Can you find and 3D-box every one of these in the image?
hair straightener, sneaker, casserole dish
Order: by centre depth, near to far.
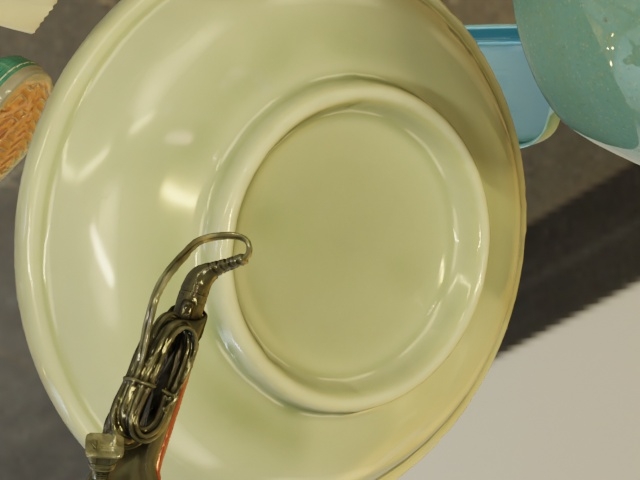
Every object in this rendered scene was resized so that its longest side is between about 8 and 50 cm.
[{"bbox_3d":[-0.083,0.099,0.905,0.047,0.230,0.089,22,169,6],"label":"hair straightener"},{"bbox_3d":[0.156,-0.140,1.718,0.188,0.114,0.037,5,179,44],"label":"casserole dish"},{"bbox_3d":[-0.370,-0.083,1.771,0.302,0.121,0.108,-48,164,30],"label":"sneaker"}]

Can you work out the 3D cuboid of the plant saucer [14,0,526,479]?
[{"bbox_3d":[0.000,0.000,1.227,0.400,0.400,0.100,26,171,-33],"label":"plant saucer"}]

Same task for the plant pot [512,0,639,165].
[{"bbox_3d":[0.227,-0.148,1.082,0.195,0.290,0.290,-14,144,32],"label":"plant pot"}]

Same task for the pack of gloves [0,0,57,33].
[{"bbox_3d":[-0.221,-0.212,1.026,0.232,0.046,0.195,9,140,-36],"label":"pack of gloves"}]
